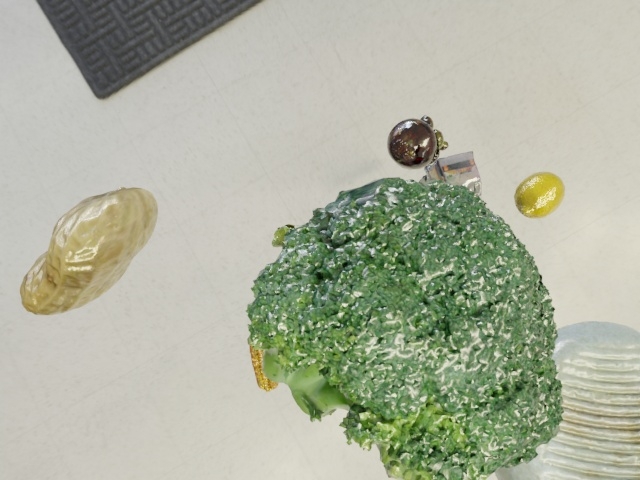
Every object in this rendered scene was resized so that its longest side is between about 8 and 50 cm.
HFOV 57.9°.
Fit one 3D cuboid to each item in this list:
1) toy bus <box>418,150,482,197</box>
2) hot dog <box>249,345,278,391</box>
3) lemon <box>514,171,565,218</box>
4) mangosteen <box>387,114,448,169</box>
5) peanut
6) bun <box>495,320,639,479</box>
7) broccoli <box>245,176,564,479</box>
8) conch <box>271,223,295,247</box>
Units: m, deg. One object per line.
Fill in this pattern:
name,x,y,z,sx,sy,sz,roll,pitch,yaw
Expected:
toy bus,0.308,-0.114,1.486,0.113,0.317,0.137,-14,77,-9
hot dog,-0.161,0.355,1.655,0.071,0.045,0.164,-5,105,15
lemon,0.400,-0.082,1.063,0.111,0.082,0.082,-34,81,-30
mangosteen,0.298,-0.309,1.819,0.172,0.172,0.184,37,57,7
peanut,-0.324,0.019,0.803,0.110,0.196,0.233,38,117,-10
bun,0.439,0.312,0.956,0.362,0.211,0.361,1,79,-3
broccoli,0.067,0.079,0.481,0.295,0.245,0.264,14,55,-28
conch,0.000,0.000,0.735,0.121,0.089,0.074,10,47,-3
